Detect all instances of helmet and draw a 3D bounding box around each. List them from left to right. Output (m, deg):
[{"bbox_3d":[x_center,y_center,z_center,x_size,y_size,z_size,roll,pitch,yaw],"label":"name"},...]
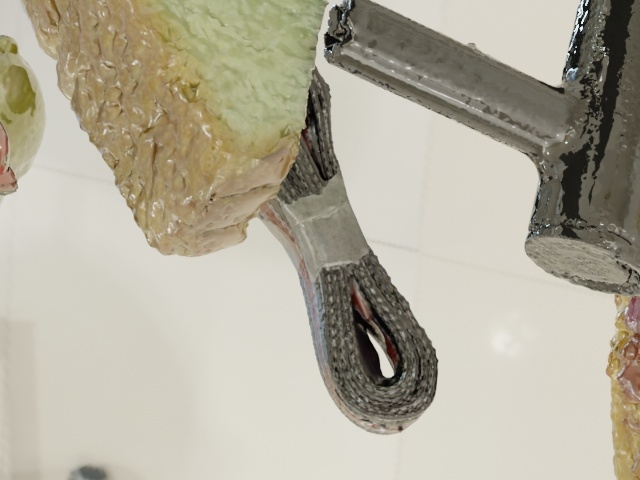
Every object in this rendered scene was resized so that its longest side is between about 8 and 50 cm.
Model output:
[{"bbox_3d":[-0.240,-0.070,1.059,0.084,0.065,0.049,20,109,-9],"label":"helmet"}]

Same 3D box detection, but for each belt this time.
[{"bbox_3d":[0.000,0.000,1.343,0.359,0.126,0.094,63,159,9],"label":"belt"}]

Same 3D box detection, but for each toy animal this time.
[{"bbox_3d":[-0.387,-0.044,1.549,0.181,0.363,0.180,35,136,-27],"label":"toy animal"}]

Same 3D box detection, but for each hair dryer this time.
[{"bbox_3d":[0.120,-0.096,0.971,0.089,0.251,0.197,-20,52,67],"label":"hair dryer"}]

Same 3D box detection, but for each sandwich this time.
[{"bbox_3d":[-0.052,-0.135,0.810,0.288,0.254,0.099,54,128,23],"label":"sandwich"}]

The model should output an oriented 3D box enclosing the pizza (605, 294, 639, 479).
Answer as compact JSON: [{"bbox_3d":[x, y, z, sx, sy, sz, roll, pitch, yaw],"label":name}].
[{"bbox_3d":[0.334,0.135,1.296,0.278,0.114,0.409,43,136,52],"label":"pizza"}]
